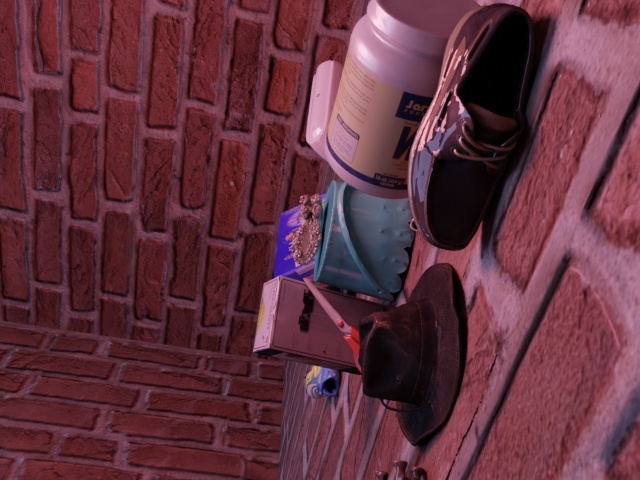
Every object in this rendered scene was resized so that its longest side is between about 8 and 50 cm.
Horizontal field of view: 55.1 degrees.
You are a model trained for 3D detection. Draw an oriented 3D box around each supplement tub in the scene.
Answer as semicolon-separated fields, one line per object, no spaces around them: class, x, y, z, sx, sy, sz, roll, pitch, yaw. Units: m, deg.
supplement tub;0.148;-0.262;1.090;0.325;0.235;0.236;106;171;-45

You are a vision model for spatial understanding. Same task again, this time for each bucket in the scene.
bucket;0.095;-0.008;1.418;0.281;0.183;0.281;-170;90;-84

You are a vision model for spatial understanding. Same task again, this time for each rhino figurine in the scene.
rhino figurine;0.117;0.450;1.039;0.243;0.073;0.106;107;173;-59

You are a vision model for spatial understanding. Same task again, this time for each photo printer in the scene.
photo printer;0.081;-0.335;1.775;0.107;0.256;0.308;-27;48;43

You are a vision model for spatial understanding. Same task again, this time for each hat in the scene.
hat;0.129;0.184;1.059;0.331;0.133;0.332;-170;90;-85

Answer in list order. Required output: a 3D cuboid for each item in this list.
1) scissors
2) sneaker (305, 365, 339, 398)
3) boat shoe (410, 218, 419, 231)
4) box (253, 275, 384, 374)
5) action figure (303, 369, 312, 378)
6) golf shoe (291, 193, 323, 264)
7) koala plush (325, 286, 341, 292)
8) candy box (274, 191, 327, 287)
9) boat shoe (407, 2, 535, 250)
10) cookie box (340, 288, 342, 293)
scissors;0.052;0.199;1.321;0.021;0.297;0.109;-13;-50;-53
sneaker;0.005;0.460;1.949;0.126;0.091;0.240;-88;11;-48
boat shoe;0.196;-0.033;1.219;0.100;0.035;0.035;-113;33;-78
box;0.002;0.200;1.415;0.087;0.289;0.169;-26;52;56
action figure;-0.018;0.336;2.140;0.164;0.140;0.276;86;-172;-64
golf shoe;-0.020;-0.017;1.435;0.086;0.069;0.176;64;-146;-65
koala plush;-0.045;0.223;1.976;0.203;0.221;0.196;-83;-19;-54
candy box;0.000;0.000;1.913;0.122;0.268;0.317;52;-155;-33
boat shoe;0.209;-0.158;0.859;0.130;0.132;0.356;-125;44;-82
cookie box;0.058;0.148;2.171;0.092;0.040;0.107;-171;91;-84
